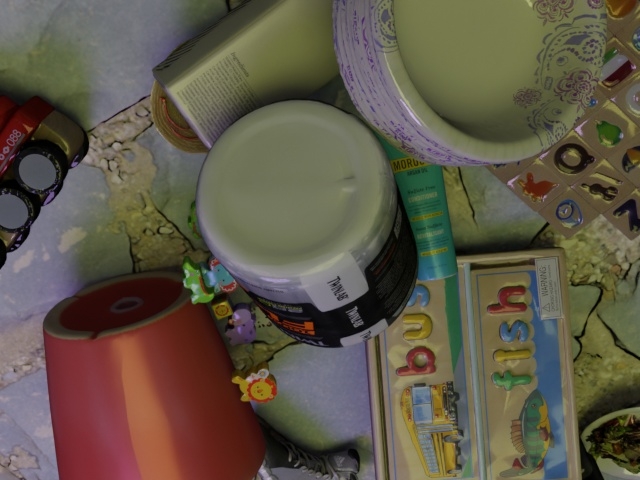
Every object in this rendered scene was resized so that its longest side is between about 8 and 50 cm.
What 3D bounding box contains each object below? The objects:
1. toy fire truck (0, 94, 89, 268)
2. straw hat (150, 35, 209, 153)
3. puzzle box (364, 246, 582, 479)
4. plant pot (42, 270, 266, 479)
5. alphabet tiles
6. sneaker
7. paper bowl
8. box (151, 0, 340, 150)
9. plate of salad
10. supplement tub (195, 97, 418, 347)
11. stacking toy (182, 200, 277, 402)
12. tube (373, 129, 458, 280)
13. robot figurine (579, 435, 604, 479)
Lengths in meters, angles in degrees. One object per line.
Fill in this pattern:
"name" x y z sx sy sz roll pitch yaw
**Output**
"toy fire truck" -0.429 -0.096 1.229 0.246 0.158 0.217 37 111 -10
"straw hat" -0.136 -0.176 1.247 0.144 0.061 0.145 -6 111 -17
"puzzle box" 0.198 0.218 1.404 0.272 0.052 0.409 -5 92 -2
"plant pot" -0.222 0.185 1.345 0.274 0.275 0.243 -11 109 1
"alphabet tiles" 0.325 -0.153 1.282 0.342 0.011 0.285 39 122 -14
"sneaker" -0.015 0.315 1.533 0.132 0.086 0.229 -25 129 3
"paper bowl" 0.140 -0.217 1.092 0.284 0.148 0.284 -1 93 -29
"box" -0.042 -0.218 1.176 0.275 0.094 0.113 -36 117 -4
"plate of salad" 0.480 0.307 1.560 0.199 0.048 0.200 5 138 5
"supplement tub" 0.000 0.000 1.204 0.207 0.207 0.338 -18 157 5
"stacking toy" -0.112 0.072 1.330 0.052 0.167 0.221 -20 119 6
"tube" 0.126 -0.055 1.333 0.080 0.052 0.207 -14 97 -4
"robot figurine" 0.267 0.377 1.539 0.278 0.173 0.209 -30 76 11
